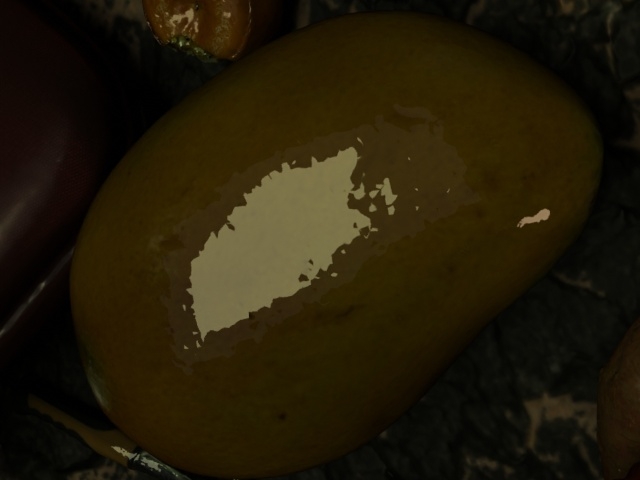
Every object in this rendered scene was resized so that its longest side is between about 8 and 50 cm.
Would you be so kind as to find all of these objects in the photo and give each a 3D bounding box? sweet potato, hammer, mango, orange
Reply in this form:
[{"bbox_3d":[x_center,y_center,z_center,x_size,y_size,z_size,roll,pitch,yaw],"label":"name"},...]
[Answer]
[{"bbox_3d":[0.175,0.103,0.690,0.068,0.068,0.226,20,125,22],"label":"sweet potato"},{"bbox_3d":[-0.130,0.140,0.877,0.201,0.021,0.078,25,100,23],"label":"hammer"},{"bbox_3d":[0.000,0.000,0.696,0.317,0.173,0.211,-36,88,22],"label":"mango"},{"bbox_3d":[-0.061,-0.145,0.751,0.086,0.062,0.086,13,124,20],"label":"orange"}]

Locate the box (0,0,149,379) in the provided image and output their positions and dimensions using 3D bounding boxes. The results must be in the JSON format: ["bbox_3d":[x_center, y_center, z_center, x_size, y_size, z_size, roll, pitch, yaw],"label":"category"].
[{"bbox_3d":[-0.295,0.005,0.799,0.263,0.108,0.404,42,88,13],"label":"box"}]

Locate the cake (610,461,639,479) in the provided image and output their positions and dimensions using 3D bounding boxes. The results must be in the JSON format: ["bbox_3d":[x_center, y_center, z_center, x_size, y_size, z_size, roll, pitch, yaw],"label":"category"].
[{"bbox_3d":[0.199,0.309,0.581,0.319,0.269,0.270,27,129,17],"label":"cake"}]
